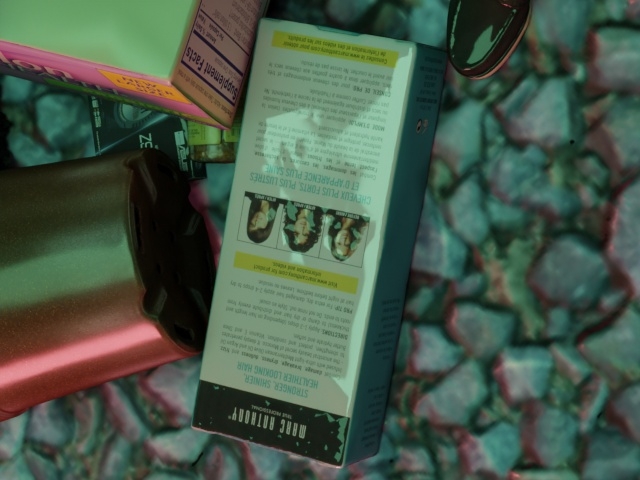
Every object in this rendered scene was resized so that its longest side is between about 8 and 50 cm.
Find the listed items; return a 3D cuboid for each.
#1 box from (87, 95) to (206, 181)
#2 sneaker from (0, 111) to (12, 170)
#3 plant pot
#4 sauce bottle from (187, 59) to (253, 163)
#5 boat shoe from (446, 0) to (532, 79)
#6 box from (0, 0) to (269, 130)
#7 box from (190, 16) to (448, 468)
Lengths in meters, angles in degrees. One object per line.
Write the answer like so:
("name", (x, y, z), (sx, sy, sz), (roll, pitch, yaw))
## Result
("box", (-0.108, -0.074, 1.142), (0.067, 0.018, 0.083), (-8, 89, 24))
("sneaker", (-0.272, -0.143, 1.179), (0.106, 0.078, 0.234), (-12, 89, 21))
("plant pot", (-0.159, 0.024, 1.096), (0.165, 0.167, 0.167), (-12, 87, 17))
("sauce bottle", (-0.059, -0.110, 1.108), (0.042, 0.042, 0.128), (1, 90, 24))
("boat shoe", (0.100, -0.154, 1.038), (0.049, 0.042, 0.133), (26, 103, 18))
("box", (-0.128, -0.211, 1.056), (0.213, 0.117, 0.243), (14, 83, 16))
("box", (0.000, 0.000, 1.074), (0.100, 0.060, 0.244), (13, 97, 23))
